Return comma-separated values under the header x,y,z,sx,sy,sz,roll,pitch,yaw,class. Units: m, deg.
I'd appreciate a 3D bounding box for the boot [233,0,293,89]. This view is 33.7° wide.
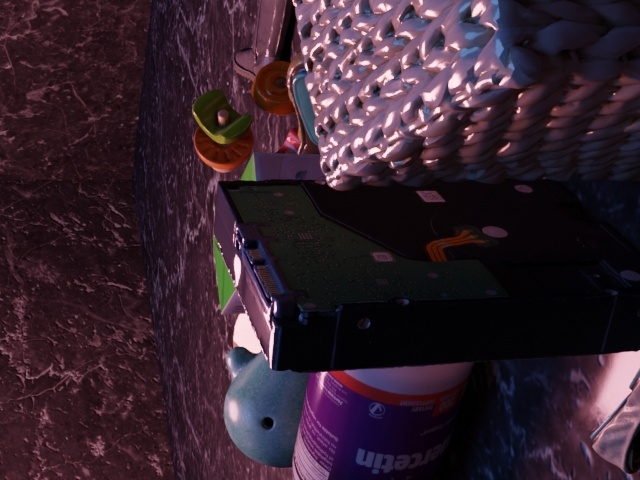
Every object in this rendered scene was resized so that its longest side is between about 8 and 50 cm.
x,y,z,sx,sy,sz,roll,pitch,yaw,class
-0.104,-0.399,1.954,0.189,0.076,0.208,39,137,50,boot

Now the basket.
x,y,z,sx,sy,sz,roll,pitch,yaw,class
0.165,-0.189,0.689,0.331,0.328,0.266,158,108,-71,basket

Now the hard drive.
x,y,z,sx,sy,sz,roll,pitch,yaw,class
0.096,0.019,0.895,0.237,0.339,0.064,-123,36,-58,hard drive

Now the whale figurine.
x,y,z,sx,sy,sz,roll,pitch,yaw,class
-0.046,0.210,1.580,0.141,0.216,0.272,-25,-45,-75,whale figurine

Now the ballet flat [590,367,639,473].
x,y,z,sx,sy,sz,roll,pitch,yaw,class
0.271,0.131,0.846,0.052,0.057,0.168,46,146,25,ballet flat

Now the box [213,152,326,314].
x,y,z,sx,sy,sz,roll,pitch,yaw,class
0.000,0.000,1.380,0.262,0.231,0.127,124,141,-62,box

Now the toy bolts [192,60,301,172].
x,y,z,sx,sy,sz,roll,pitch,yaw,class
-0.080,-0.164,1.811,0.228,0.218,0.158,45,159,19,toy bolts

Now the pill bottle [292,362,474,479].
x,y,z,sx,sy,sz,roll,pitch,yaw,class
0.067,0.217,1.264,0.181,0.181,0.323,-114,28,-51,pill bottle

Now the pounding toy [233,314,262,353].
x,y,z,sx,sy,sz,roll,pitch,yaw,class
-0.027,0.187,1.741,0.237,0.110,0.183,38,121,31,pounding toy

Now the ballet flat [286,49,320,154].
x,y,z,sx,sy,sz,roll,pitch,yaw,class
0.022,-0.151,1.471,0.348,0.123,0.123,82,175,-52,ballet flat
